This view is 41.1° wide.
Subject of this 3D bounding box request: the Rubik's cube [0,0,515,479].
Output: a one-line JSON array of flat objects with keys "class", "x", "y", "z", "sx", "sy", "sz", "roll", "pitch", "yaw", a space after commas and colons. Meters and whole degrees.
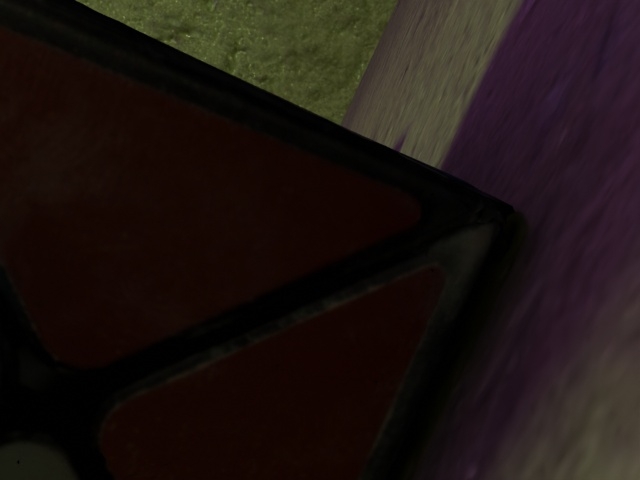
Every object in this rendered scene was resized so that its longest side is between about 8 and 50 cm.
[{"class": "Rubik's cube", "x": -0.130, "y": 0.031, "z": 0.466, "sx": 0.305, "sy": 0.307, "sz": 0.310, "roll": -68, "pitch": 18, "yaw": 5}]
